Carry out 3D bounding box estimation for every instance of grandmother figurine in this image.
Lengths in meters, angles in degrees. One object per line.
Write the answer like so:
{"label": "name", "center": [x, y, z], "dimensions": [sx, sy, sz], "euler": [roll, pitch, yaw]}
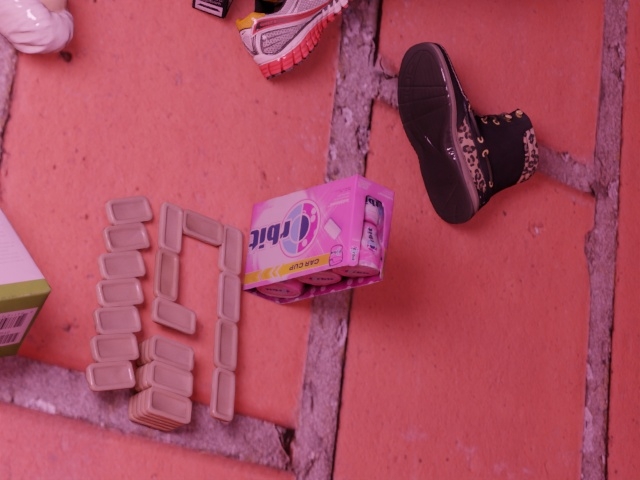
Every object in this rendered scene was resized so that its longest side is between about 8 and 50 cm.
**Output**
{"label": "grandmother figurine", "center": [-0.309, -0.359, 1.768], "dimensions": [0.207, 0.104, 0.343], "euler": [1, 77, -34]}

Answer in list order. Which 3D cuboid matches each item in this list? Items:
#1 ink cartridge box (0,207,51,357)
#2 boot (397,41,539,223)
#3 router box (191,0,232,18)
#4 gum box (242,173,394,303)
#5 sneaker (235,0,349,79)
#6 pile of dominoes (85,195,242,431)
{"label": "ink cartridge box", "center": [-0.402, -0.004, 1.610], "dimensions": [0.188, 0.097, 0.255], "euler": [-8, 52, -44]}
{"label": "boot", "center": [0.195, -0.157, 2.207], "dimensions": [0.178, 0.085, 0.236], "euler": [-26, 105, -46]}
{"label": "router box", "center": [-0.094, -0.365, 1.949], "dimensions": [0.046, 0.133, 0.179], "euler": [20, 60, 2]}
{"label": "gum box", "center": [0.000, 0.000, 1.911], "dimensions": [0.062, 0.188, 0.107], "euler": [23, 65, -38]}
{"label": "sneaker", "center": [-0.021, -0.297, 2.031], "dimensions": [0.093, 0.088, 0.225], "euler": [50, 51, -22]}
{"label": "pile of dominoes", "center": [-0.175, 0.077, 1.850], "dimensions": [0.196, 0.040, 0.251], "euler": [23, 57, -37]}
